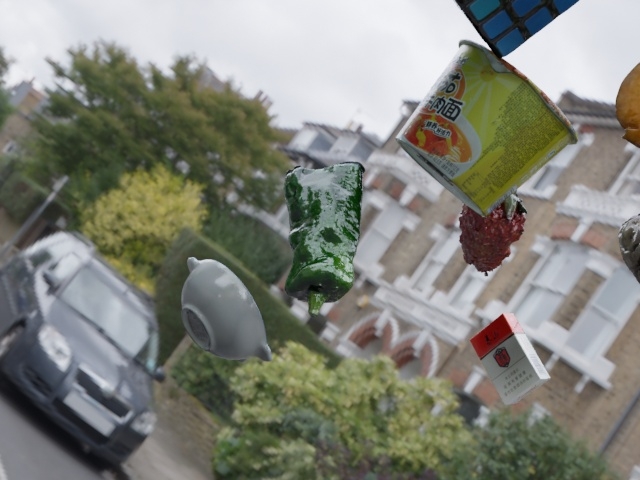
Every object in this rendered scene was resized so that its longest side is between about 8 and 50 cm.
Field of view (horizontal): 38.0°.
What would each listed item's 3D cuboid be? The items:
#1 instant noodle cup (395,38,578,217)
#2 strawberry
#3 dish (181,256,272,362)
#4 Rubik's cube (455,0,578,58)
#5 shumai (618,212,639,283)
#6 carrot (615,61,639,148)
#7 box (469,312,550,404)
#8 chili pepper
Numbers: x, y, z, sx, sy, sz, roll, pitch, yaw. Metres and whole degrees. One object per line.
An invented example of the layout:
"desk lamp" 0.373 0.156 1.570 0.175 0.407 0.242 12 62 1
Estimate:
"instant noodle cup" 0.265 -0.177 1.557 0.264 0.200 0.264 41 5 -4
"strawberry" 0.305 -0.041 1.764 0.098 0.174 0.228 1 -34 -9
"dish" -0.197 0.153 1.721 0.236 0.086 0.228 34 -39 35
"Rubik's cube" 0.267 -0.399 1.377 0.162 0.160 0.163 32 25 -55
"shumai" 0.792 0.029 2.171 0.185 0.184 0.218 -3 72 -59
"carrot" 0.700 -0.249 1.775 0.196 0.196 0.254 30 17 38
"box" 0.372 0.233 1.835 0.048 0.100 0.152 4 50 -48
"chili pepper" 0.000 0.000 1.490 0.136 0.270 0.099 1 -35 4
